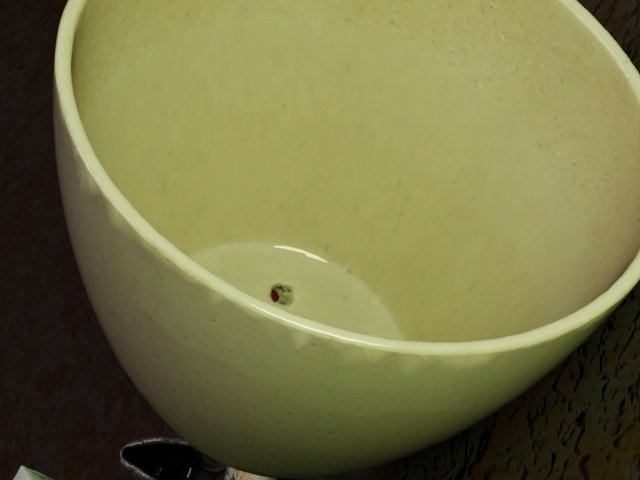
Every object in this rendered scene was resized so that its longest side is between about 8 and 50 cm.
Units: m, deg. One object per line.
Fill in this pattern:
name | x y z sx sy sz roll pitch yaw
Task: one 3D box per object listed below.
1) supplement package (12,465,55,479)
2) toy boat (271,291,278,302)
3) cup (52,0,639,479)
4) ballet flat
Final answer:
supplement package | -0.139 0.265 1.195 0.139 0.134 0.244 -59 27 3
toy boat | -0.039 -0.057 1.311 0.231 0.151 0.151 -62 28 -3
cup | 0.000 0.000 1.075 0.237 0.331 0.331 110 166 -47
ballet flat | -0.082 0.160 1.291 0.173 0.049 0.057 -10 57 56
